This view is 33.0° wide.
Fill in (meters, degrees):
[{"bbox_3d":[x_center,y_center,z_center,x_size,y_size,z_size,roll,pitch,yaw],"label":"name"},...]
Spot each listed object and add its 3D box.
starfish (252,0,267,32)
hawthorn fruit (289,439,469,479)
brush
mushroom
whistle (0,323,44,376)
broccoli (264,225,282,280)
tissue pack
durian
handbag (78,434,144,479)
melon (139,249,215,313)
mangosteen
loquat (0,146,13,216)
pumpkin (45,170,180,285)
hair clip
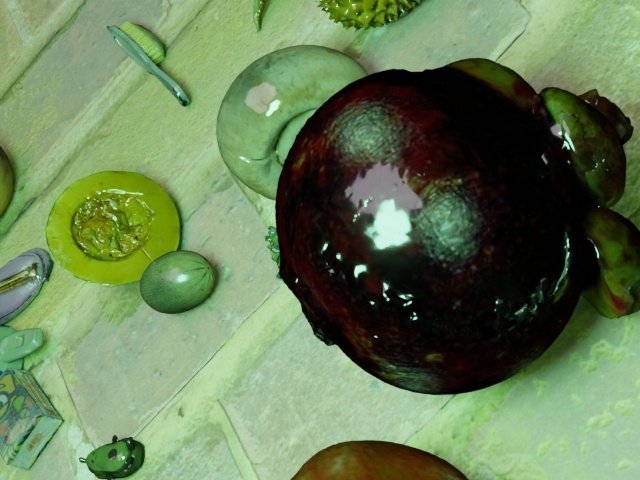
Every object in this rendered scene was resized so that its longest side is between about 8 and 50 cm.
[{"bbox_3d":[-0.073,-0.511,1.782,0.358,0.078,0.347,-124,36,-45],"label":"starfish"},{"bbox_3d":[0.062,0.350,1.180,0.295,0.295,0.311,-34,13,23],"label":"hawthorn fruit"},{"bbox_3d":[-0.300,-0.333,1.975,0.060,0.068,0.297,-38,50,-10],"label":"brush"},{"bbox_3d":[-0.047,-0.176,1.591,0.254,0.189,0.195,-44,45,18],"label":"mushroom"},{"bbox_3d":[-0.581,0.203,1.910,0.244,0.092,0.110,-22,52,32],"label":"whistle"},{"bbox_3d":[0.000,0.000,1.489,0.155,0.160,0.167,-29,36,-9],"label":"broccoli"},{"bbox_3d":[-0.509,0.299,1.826,0.148,0.060,0.108,38,96,42],"label":"tissue pack"},{"bbox_3d":[0.111,-0.407,1.619,0.250,0.183,0.138,-33,88,19],"label":"durian"},{"bbox_3d":[-0.320,0.338,1.659,0.111,0.047,0.072,-16,58,31],"label":"handbag"},{"bbox_3d":[-0.221,0.064,1.679,0.131,0.098,0.098,-17,59,29],"label":"melon"},{"bbox_3d":[0.158,-0.011,1.248,0.381,0.421,0.380,174,90,-71],"label":"mangosteen"},{"bbox_3d":[-0.710,-0.112,2.104,0.238,0.193,0.238,-23,55,38],"label":"loquat"},{"bbox_3d":[-0.346,-0.004,1.792,0.110,0.217,0.217,116,158,-62],"label":"pumpkin"},{"bbox_3d":[-0.640,0.111,2.033,0.359,0.095,0.110,-15,25,24],"label":"hair clip"}]
